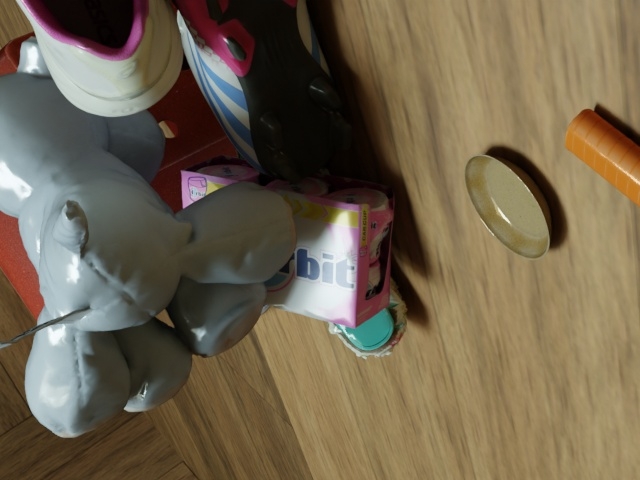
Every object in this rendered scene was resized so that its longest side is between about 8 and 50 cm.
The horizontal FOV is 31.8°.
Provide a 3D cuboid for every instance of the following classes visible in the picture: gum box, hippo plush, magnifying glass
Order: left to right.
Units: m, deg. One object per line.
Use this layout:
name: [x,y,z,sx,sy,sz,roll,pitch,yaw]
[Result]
hippo plush: [-0.196,-0.005,0.871,0.236,0.294,0.234,46,114,25]
gum box: [-0.026,-0.001,0.956,0.188,0.062,0.107,13,113,29]
magnifying glass: [0.217,0.006,0.582,0.231,0.026,0.092,43,158,30]

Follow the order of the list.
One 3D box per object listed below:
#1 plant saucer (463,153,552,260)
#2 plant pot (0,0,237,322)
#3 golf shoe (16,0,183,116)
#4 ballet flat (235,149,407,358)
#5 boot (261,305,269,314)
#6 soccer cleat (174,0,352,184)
plant saucer: [0.129,-0.025,0.756,0.083,0.015,0.083,49,160,24]
plant pot: [-0.210,-0.096,1.144,0.267,0.267,0.236,53,149,10]
golf shoe: [-0.178,-0.228,0.715,0.306,0.115,0.140,60,174,-5]
ballet flat: [0.000,0.000,1.031,0.241,0.091,0.077,61,-166,1]
boot: [-0.152,-0.008,1.395,0.258,0.095,0.123,50,156,-8]
soccer cleat: [-0.069,-0.181,0.835,0.143,0.116,0.331,41,156,37]
